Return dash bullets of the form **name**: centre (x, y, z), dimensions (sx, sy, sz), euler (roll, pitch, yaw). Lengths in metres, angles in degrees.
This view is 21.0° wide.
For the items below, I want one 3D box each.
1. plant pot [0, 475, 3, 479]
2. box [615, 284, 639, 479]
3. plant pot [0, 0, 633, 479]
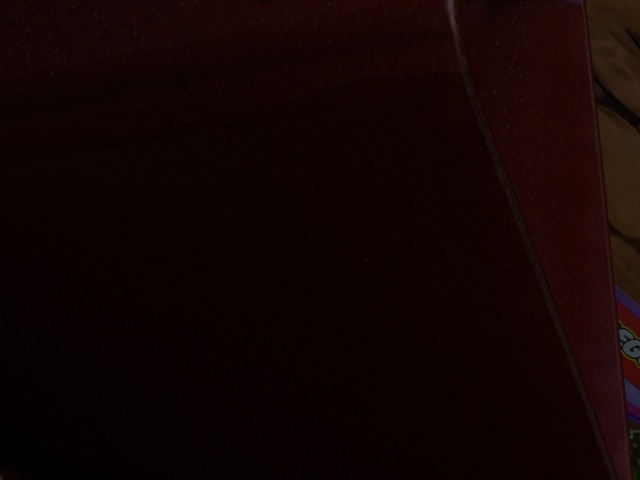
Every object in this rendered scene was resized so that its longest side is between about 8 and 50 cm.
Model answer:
- **plant pot**: centre (-0.131, 0.123, 0.539), dimensions (0.083, 0.081, 0.081), euler (-26, 73, -31)
- **box**: centre (0.175, 0.174, 0.711), dimensions (0.293, 0.057, 0.201), euler (41, 44, 1)
- **plant pot**: centre (-0.040, -0.059, 0.584), dimensions (0.236, 0.267, 0.267), euler (-9, 53, 14)
